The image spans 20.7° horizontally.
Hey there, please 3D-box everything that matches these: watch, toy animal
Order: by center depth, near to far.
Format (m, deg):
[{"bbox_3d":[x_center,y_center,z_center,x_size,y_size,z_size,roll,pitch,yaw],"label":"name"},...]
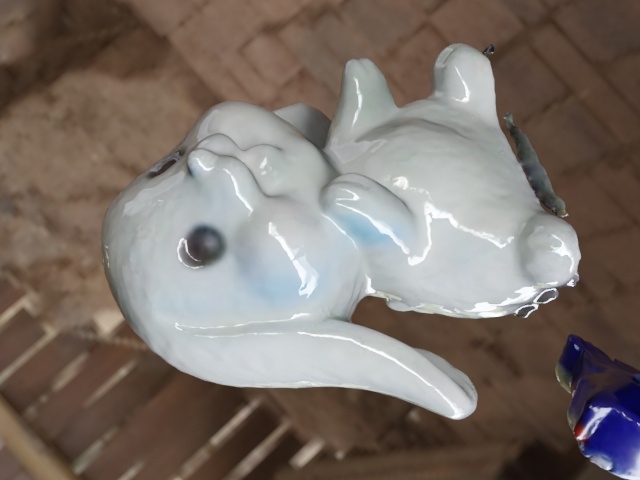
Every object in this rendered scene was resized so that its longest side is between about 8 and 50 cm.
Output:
[{"bbox_3d":[0.010,-0.010,1.123,0.289,0.249,0.174,11,131,-3],"label":"toy animal"},{"bbox_3d":[0.268,0.069,1.134,0.171,0.200,0.196,30,-173,-2],"label":"watch"}]
